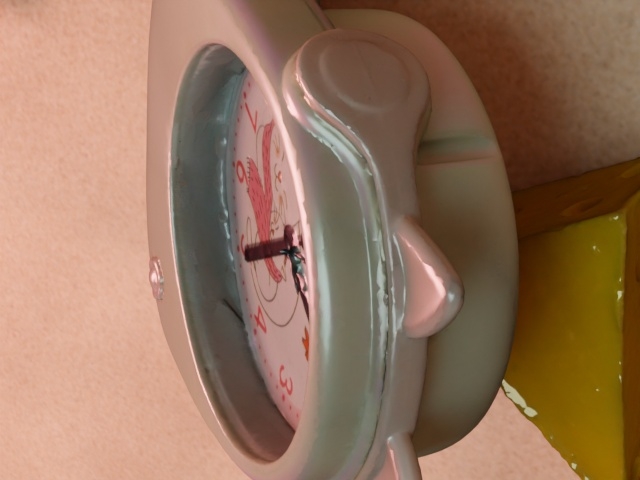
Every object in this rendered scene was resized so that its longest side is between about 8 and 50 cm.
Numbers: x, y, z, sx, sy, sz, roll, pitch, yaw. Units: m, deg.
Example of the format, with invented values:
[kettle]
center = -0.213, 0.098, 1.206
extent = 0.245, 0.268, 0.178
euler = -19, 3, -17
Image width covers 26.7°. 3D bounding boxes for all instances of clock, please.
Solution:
[clock]
center = 0.000, 0.000, 0.687
extent = 0.324, 0.108, 0.265
euler = -128, 38, -52

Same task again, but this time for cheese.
[cheese]
center = 0.152, 0.056, 0.723
extent = 0.126, 0.093, 0.171
euler = -15, 105, 39
